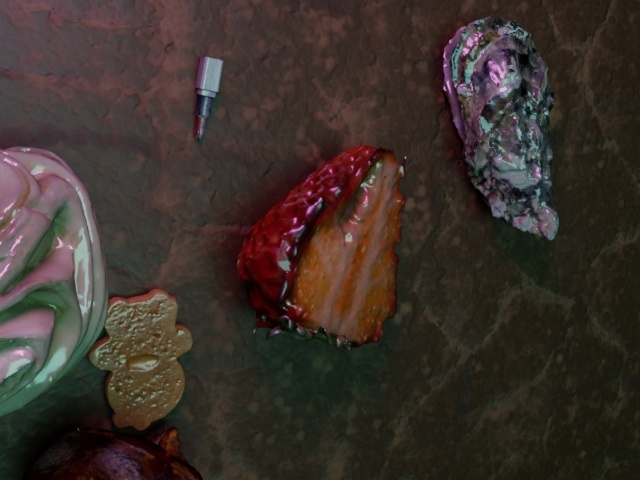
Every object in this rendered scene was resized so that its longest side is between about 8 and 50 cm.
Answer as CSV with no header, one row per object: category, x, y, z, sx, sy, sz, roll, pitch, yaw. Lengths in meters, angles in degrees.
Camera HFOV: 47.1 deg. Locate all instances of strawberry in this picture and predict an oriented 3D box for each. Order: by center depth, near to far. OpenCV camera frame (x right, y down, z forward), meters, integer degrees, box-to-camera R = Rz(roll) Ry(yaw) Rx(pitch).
strawberry,-0.012,0.006,0.988,0.253,0.150,0.280,-2,98,-50

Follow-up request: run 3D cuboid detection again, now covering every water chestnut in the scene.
water chestnut,-0.244,0.320,0.891,0.224,0.223,0.238,48,37,-27

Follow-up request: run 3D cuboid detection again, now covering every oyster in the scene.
oyster,0.293,-0.167,1.130,0.162,0.158,0.351,-17,95,10

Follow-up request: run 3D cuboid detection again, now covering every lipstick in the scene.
lipstick,-0.148,-0.181,0.942,0.025,0.025,0.107,6,103,-30

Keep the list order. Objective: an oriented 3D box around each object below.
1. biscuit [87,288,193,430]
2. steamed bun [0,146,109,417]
biscuit,-0.228,0.153,0.957,0.133,0.027,0.184,-22,111,-23
steamed bun,-0.348,0.084,0.700,0.309,0.219,0.324,-21,151,-26
